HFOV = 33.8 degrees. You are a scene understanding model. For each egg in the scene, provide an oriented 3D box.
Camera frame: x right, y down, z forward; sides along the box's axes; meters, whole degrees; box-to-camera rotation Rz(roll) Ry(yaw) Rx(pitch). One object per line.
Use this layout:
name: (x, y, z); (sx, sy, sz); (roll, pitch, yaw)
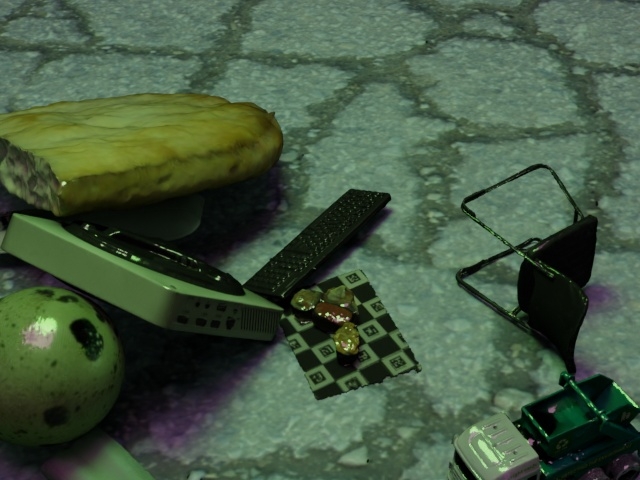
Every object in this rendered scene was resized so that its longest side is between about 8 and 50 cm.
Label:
egg: (-0.321, 0.145, 1.181); (0.228, 0.177, 0.177); (-25, 24, 41)

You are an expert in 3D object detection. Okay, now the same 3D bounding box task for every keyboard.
keyboard: (0.000, 0.000, 1.435); (0.087, 0.017, 0.250); (9, 39, 42)

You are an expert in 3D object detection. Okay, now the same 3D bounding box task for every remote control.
remote control: (-0.321, -0.032, 1.471); (0.313, 0.055, 0.109); (-5, 25, 0)

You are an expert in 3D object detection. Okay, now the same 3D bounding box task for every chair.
chair: (0.287, 0.035, 1.295); (0.145, 0.140, 0.221); (-24, 46, -20)

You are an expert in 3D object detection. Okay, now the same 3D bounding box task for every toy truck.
toy truck: (0.242, 0.211, 1.109); (0.216, 0.116, 0.110); (-20, 43, -17)

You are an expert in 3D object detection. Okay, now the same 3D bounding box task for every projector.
projector: (-0.204, 0.040, 1.264); (0.259, 0.257, 0.079); (23, 93, 27)

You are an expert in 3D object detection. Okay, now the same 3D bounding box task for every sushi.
sushi: (0.026, 0.104, 1.315); (0.139, 0.031, 0.201); (-17, 42, -14)

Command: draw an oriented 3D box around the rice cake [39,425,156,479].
rice cake: (-0.207, 0.281, 1.125); (0.080, 0.042, 0.222); (-31, 47, -34)

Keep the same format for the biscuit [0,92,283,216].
biscuit: (-0.276, -0.134, 1.487); (0.446, 0.104, 0.429); (-16, 23, -41)
